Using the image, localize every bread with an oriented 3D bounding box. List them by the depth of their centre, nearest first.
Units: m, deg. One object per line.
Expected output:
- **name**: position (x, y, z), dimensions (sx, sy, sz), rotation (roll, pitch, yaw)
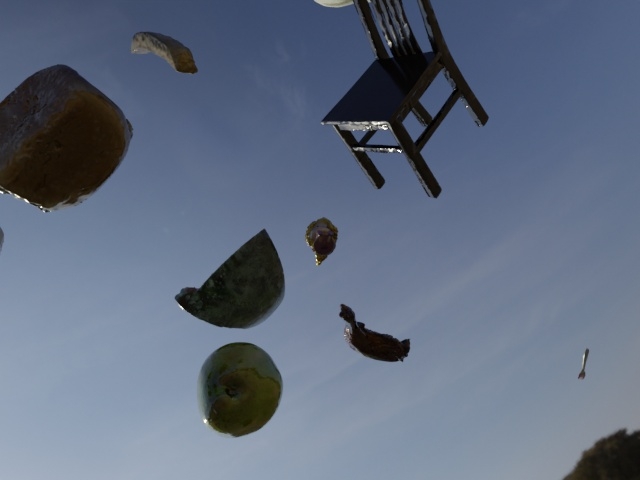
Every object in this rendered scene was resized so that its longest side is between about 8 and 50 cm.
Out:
- **bread**: position (-0.460, -0.163, 0.826), dimensions (0.246, 0.195, 0.176), rotation (-47, -34, -6)

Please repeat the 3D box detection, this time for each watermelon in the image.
- **watermelon**: position (-0.230, 0.087, 1.301), dimensions (0.319, 0.213, 0.290), rotation (10, -72, -35)

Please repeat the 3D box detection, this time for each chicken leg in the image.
- **chicken leg**: position (0.150, 0.311, 1.517), dimensions (0.157, 0.096, 0.407), rotation (-15, -39, 33)

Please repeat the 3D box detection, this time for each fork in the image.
- **fork**: position (0.682, 0.324, 1.227), dimensions (0.016, 0.012, 0.115), rotation (0, -58, 11)

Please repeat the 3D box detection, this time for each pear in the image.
- **pear**: position (-0.167, 0.299, 0.954), dimensions (0.187, 0.187, 0.219), rotation (-43, -15, 2)

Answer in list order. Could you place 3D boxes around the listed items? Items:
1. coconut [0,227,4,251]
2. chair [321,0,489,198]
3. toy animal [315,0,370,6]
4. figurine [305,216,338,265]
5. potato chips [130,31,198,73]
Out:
- **coconut**: position (-0.853, 0.015, 1.075), dimensions (0.241, 0.241, 0.241), rotation (-21, -46, -23)
- **chair**: position (0.043, -0.143, 0.379), dimensions (0.102, 0.084, 0.212), rotation (-53, -54, -15)
- **toy animal**: position (0.097, -0.636, 1.078), dimensions (0.289, 0.174, 0.249), rotation (-20, -30, 37)
- **figurine**: position (0.000, 0.000, 1.383), dimensions (0.094, 0.156, 0.115), rotation (10, -66, -15)
- **potato chips**: position (-0.424, -0.497, 1.222), dimensions (0.057, 0.407, 0.080), rotation (-22, -55, -29)
